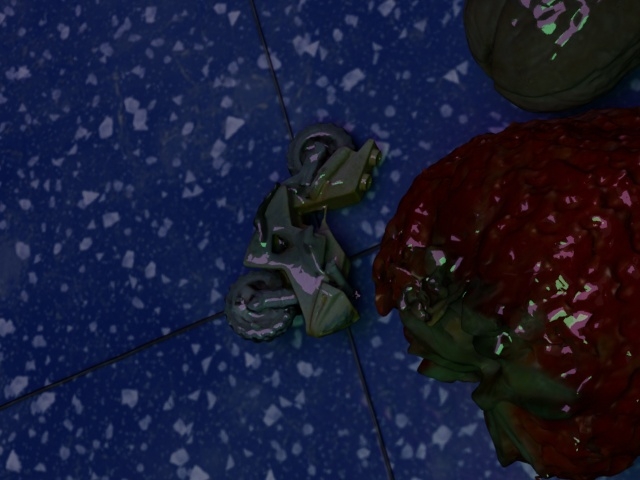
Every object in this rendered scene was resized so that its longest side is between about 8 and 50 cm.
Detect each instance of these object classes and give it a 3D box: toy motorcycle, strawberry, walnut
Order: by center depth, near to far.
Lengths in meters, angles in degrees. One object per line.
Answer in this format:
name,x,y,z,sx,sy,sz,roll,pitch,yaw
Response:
strawberry,0.228,0.004,1.184,0.351,0.267,0.312,-36,60,-12
walnut,0.230,-0.221,1.271,0.230,0.178,0.178,-41,65,7
toy motorcycle,0.000,0.000,1.379,0.129,0.094,0.229,16,74,23
